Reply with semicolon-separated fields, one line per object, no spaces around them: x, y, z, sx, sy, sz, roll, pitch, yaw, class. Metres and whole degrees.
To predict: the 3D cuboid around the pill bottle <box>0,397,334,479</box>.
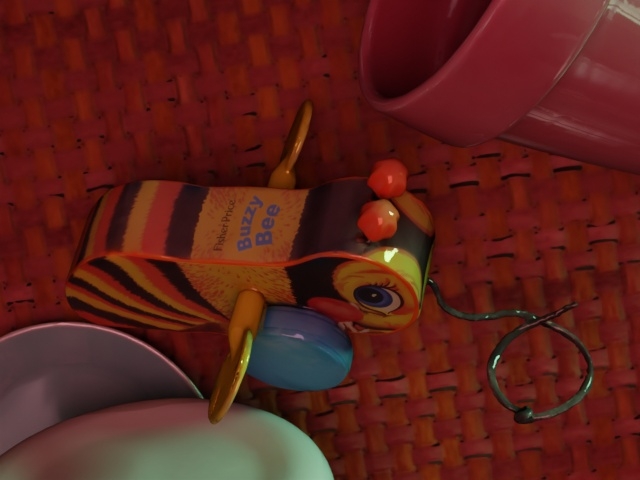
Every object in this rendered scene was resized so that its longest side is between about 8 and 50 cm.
-0.078;0.293;0.915;0.210;0.210;0.363;-4;113;3;pill bottle

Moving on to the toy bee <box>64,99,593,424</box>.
0.000;0.000;0.885;0.298;0.162;0.195;-9;58;-4;toy bee

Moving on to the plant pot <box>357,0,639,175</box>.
0.146;-0.123;0.846;0.180;0.201;0.201;25;103;-18;plant pot

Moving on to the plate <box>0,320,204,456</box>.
-0.152;0.139;0.992;0.188;0.024;0.188;0;103;2;plate
